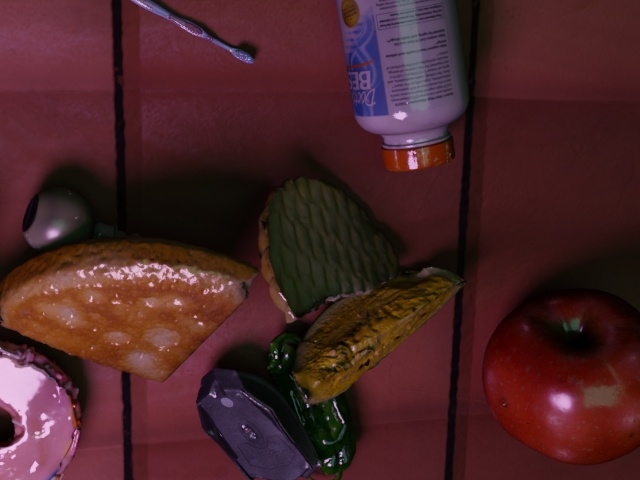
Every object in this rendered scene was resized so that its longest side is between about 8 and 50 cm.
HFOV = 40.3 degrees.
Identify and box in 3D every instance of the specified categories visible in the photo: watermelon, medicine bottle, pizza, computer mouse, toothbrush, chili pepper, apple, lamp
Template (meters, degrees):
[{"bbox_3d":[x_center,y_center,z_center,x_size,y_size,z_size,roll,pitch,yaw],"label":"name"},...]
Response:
[{"bbox_3d":[0.073,0.133,1.233,0.301,0.129,0.123,-33,102,-22],"label":"watermelon"},{"bbox_3d":[0.111,-0.241,1.152,0.157,0.157,0.288,-13,105,-12],"label":"medicine bottle"},{"bbox_3d":[-0.248,0.058,1.091,0.258,0.087,0.268,25,135,-26],"label":"pizza"},{"bbox_3d":[-0.084,0.262,1.244,0.126,0.071,0.231,-23,114,30],"label":"computer mouse"},{"bbox_3d":[-0.172,-0.280,1.141,0.193,0.019,0.013,26,95,-17],"label":"toothbrush"},{"bbox_3d":[-0.010,0.244,1.274,0.100,0.074,0.256,-29,102,-17],"label":"chili pepper"},{"bbox_3d":[0.367,0.200,1.269,0.261,0.260,0.216,-15,127,-12],"label":"apple"},{"bbox_3d":[-0.302,-0.011,1.137,0.163,0.091,0.091,21,96,-35],"label":"lamp"}]

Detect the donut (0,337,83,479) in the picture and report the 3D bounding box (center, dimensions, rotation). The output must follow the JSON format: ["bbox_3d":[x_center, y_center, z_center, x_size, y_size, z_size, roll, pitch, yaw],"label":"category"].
[{"bbox_3d":[-0.417,0.242,1.153,0.199,0.085,0.232,24,95,-18],"label":"donut"}]

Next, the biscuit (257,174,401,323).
[{"bbox_3d":[0.000,0.000,1.167,0.274,0.036,0.187,-12,77,-53],"label":"biscuit"}]
